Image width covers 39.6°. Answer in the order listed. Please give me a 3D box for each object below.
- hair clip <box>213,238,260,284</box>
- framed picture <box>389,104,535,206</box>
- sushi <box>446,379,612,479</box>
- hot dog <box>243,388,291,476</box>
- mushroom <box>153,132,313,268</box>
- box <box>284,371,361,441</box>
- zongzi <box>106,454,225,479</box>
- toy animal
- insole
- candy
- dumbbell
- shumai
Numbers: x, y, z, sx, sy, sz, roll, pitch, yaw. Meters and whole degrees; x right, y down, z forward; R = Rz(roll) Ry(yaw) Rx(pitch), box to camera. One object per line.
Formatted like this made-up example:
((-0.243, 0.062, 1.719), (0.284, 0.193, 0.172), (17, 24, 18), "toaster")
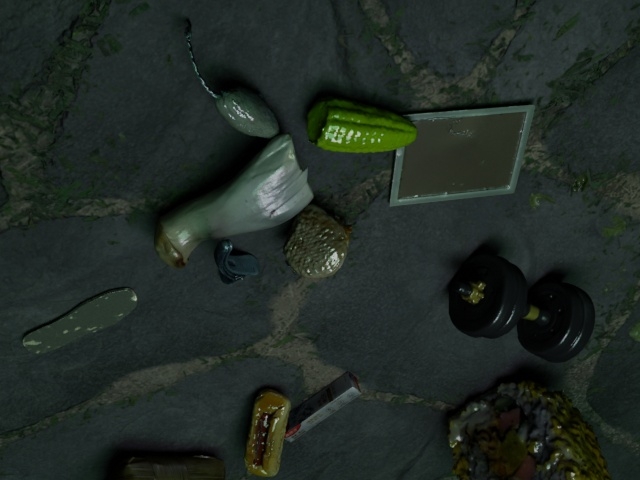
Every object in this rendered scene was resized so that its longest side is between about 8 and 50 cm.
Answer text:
((-0.169, 0.040, 1.649), (0.083, 0.048, 0.275), (-18, 171, 0), "hair clip")
((0.271, -0.167, 1.736), (0.273, 0.016, 0.216), (-6, 131, -13), "framed picture")
((0.490, 0.548, 2.154), (0.351, 0.396, 0.240), (-37, 132, 26), "sushi")
((-0.128, 0.457, 2.055), (0.084, 0.073, 0.242), (19, 116, 14), "hot dog")
((-0.163, -0.068, 1.620), (0.329, 0.122, 0.159), (-28, 119, 9), "mushroom")
((-0.003, 0.392, 2.090), (0.218, 0.055, 0.039), (-38, 128, 13), "box")
((-0.397, 0.611, 2.112), (0.286, 0.138, 0.300), (8, 140, -33), "zongzi")
((-0.157, -0.248, 1.487), (0.070, 0.079, 0.253), (-37, 130, 13), "toy animal")
((-0.477, 0.161, 1.772), (0.248, 0.011, 0.081), (-25, 131, 3), "insole")
((0.080, -0.201, 1.597), (0.209, 0.097, 0.096), (4, 127, -24), "candy")
((0.440, 0.150, 1.946), (0.388, 0.185, 0.185), (20, 120, -29), "dumbbell")
((0.003, 0.002, 1.740), (0.145, 0.145, 0.116), (-48, 168, 22), "shumai")
